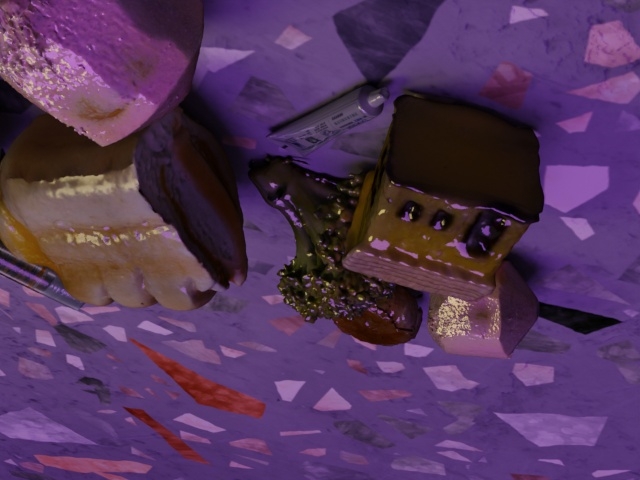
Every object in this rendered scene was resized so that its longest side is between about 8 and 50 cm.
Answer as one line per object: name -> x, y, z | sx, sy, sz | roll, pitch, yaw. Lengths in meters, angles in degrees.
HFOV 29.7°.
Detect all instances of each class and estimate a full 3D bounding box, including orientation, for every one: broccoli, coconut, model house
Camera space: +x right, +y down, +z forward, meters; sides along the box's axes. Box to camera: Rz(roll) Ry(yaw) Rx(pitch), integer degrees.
broccoli -> 0.006, 0.016, 1.659 | 0.273, 0.180, 0.242 | 27, 149, -20
coconut -> 0.239, 0.098, 1.743 | 0.153, 0.147, 0.147 | 3, 148, 22
model house -> 0.143, -0.033, 1.491 | 0.193, 0.174, 0.234 | 14, 140, -7
coconut -> -0.246, -0.225, 1.325 | 0.233, 0.233, 0.245 | -17, 135, 42

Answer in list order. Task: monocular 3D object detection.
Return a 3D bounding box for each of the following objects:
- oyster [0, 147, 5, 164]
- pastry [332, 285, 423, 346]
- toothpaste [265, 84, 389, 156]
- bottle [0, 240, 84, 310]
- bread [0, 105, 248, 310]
oyster -> -0.514, -0.134, 1.647 | 0.158, 0.162, 0.351 | 2, 147, 1
pastry -> 0.083, 0.109, 1.881 | 0.153, 0.081, 0.153 | 11, 154, 5
toothpaste -> 0.014, -0.150, 1.525 | 0.064, 0.041, 0.218 | 25, 152, -29
bottle -> -0.505, 0.021, 1.982 | 0.286, 0.082, 0.082 | 31, 146, -25
bread -> -0.273, -0.056, 1.635 | 0.341, 0.210, 0.300 | -6, 133, 31
